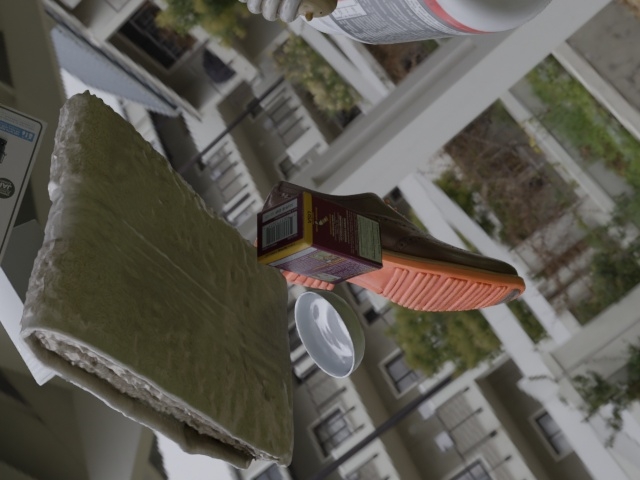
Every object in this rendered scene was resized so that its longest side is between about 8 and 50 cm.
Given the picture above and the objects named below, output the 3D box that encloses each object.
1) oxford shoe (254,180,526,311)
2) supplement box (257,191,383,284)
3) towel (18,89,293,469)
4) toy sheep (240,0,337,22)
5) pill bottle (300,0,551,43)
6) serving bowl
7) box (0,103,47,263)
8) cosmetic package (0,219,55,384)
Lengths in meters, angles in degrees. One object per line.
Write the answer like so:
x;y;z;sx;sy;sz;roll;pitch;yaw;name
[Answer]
0.099;0.002;1.064;0.364;0.130;0.132;13;-119;-12;oxford shoe
0.000;0.000;0.617;0.083;0.055;0.043;19;-120;-41;supplement box
-0.099;0.044;0.578;0.282;0.049;0.187;50;-152;-48;towel
-0.043;-0.242;0.726;0.132;0.091;0.091;29;-165;-1;toy sheep
0.106;-0.349;0.991;0.210;0.210;0.363;42;168;-28;pill bottle
0.013;0.079;0.725;0.027;0.083;0.083;-23;-114;-32;serving bowl
-0.483;-0.045;1.049;0.169;0.289;0.087;23;162;-31;box
-0.466;0.100;1.336;0.107;0.127;0.238;-34;-93;-42;cosmetic package
